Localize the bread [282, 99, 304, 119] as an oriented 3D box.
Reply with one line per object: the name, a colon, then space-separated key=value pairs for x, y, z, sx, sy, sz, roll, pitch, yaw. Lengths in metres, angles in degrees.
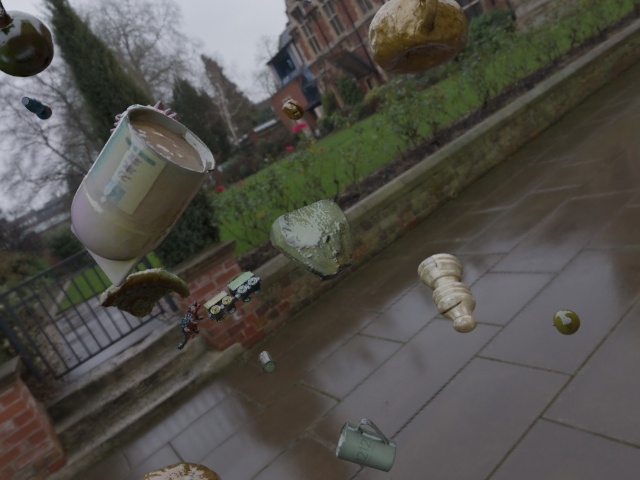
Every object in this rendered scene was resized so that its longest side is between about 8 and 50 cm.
bread: x=-0.096 y=-0.458 z=1.767 sx=0.046 sy=0.081 sz=0.083 roll=-52 pitch=-3 yaw=-18

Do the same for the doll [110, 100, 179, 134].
doll: x=-0.582 y=-0.383 z=1.676 sx=0.261 sy=0.093 sz=0.211 roll=25 pitch=58 yaw=25

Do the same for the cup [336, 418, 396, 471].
cup: x=0.073 y=0.310 z=0.772 sx=0.054 sy=0.083 sz=0.075 roll=72 pitch=-145 yaw=-87

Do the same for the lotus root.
lotus root: x=0.002 y=-0.003 z=0.899 sx=0.143 sy=0.144 sz=0.070 roll=-28 pitch=-26 yaw=-25

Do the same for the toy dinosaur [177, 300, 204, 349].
toy dinosaur: x=-0.349 y=0.229 z=1.336 sx=0.049 sy=0.055 sz=0.154 roll=-63 pitch=-3 yaw=-74

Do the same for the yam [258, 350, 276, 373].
yam: x=-0.149 y=0.342 z=1.402 sx=0.043 sy=0.043 sz=0.094 roll=-30 pitch=13 yaw=-12

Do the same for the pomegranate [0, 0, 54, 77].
pomegranate: x=-0.830 y=-0.551 z=1.343 sx=0.181 sy=0.182 sz=0.224 roll=-29 pitch=-24 yaw=-7

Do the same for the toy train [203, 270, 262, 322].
toy train: x=-0.271 y=0.172 z=1.548 sx=0.202 sy=0.060 sz=0.081 roll=-38 pitch=47 yaw=-27

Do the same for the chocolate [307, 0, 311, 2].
chocolate: x=-0.054 y=-0.685 z=1.325 sx=0.028 sy=0.086 sz=0.183 roll=99 pitch=178 yaw=-58

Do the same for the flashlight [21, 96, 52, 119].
flashlight: x=-0.846 y=-0.394 z=1.491 sx=0.051 sy=0.051 sz=0.129 roll=-28 pitch=1 yaw=-2

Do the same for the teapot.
teapot: x=0.200 y=-0.463 z=1.049 sx=0.203 sy=0.167 sz=0.311 roll=-7 pitch=-2 yaw=4

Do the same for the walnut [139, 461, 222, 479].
walnut: x=-0.347 y=0.691 z=1.212 sx=0.277 sy=0.313 sz=0.252 roll=-2 pitch=36 yaw=-18

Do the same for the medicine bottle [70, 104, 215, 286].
medicine bottle: x=-0.464 y=-0.097 z=1.231 sx=0.406 sy=0.235 sz=0.236 roll=-48 pitch=4 yaw=21

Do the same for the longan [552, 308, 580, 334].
longan: x=0.712 y=0.240 z=1.462 sx=0.075 sy=0.075 sz=0.083 roll=-35 pitch=-8 yaw=-33

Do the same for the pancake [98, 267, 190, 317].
pancake: x=-0.643 y=0.205 z=1.859 sx=0.376 sy=0.198 sz=0.054 roll=-9 pitch=31 yaw=-46

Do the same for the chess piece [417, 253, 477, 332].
chess piece: x=0.417 y=0.173 z=1.574 sx=0.124 sy=0.138 sz=0.307 roll=-57 pitch=23 yaw=25
